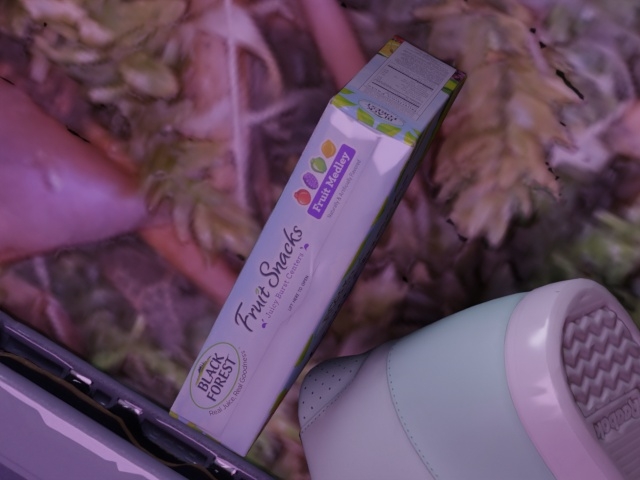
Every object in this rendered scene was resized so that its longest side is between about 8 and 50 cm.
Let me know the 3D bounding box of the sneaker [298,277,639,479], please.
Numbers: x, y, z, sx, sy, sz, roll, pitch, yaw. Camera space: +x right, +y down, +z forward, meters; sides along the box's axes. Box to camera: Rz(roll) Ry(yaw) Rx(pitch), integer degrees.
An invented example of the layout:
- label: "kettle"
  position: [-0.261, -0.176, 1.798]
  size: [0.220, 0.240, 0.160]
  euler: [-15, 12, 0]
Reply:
- label: "sneaker"
  position: [0.092, 0.131, 0.783]
  size: [0.151, 0.094, 0.256]
  euler: [-14, 116, 39]

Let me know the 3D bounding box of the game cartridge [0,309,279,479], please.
- label: "game cartridge"
  position: [-0.105, 0.161, 0.862]
  size: [0.294, 0.060, 0.196]
  euler: [32, 110, 4]

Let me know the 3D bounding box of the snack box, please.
- label: "snack box"
  position: [0.000, 0.000, 0.749]
  size: [0.037, 0.100, 0.141]
  euler: [30, 114, 5]
